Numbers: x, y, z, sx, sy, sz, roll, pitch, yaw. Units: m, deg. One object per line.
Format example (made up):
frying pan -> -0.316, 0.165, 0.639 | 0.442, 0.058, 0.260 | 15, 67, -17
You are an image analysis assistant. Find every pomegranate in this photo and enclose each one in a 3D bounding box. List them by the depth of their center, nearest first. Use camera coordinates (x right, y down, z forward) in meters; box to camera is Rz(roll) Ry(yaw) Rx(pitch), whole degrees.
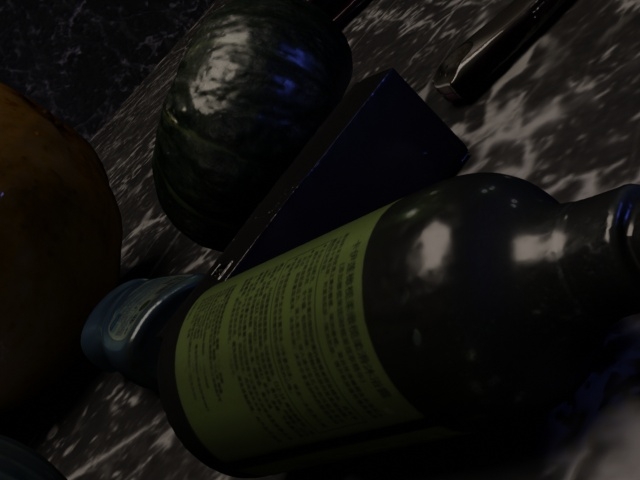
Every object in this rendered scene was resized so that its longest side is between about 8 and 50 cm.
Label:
pomegranate -> -0.398, 0.031, 0.991 | 0.410, 0.410, 0.410 | -40, 19, 17

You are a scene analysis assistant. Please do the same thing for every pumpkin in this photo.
pumpkin -> -0.049, -0.091, 0.801 | 0.212, 0.152, 0.211 | -63, -7, -13

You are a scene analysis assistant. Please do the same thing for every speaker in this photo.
speaker -> 0.000, 0.000, 0.618 | 0.218, 0.082, 0.044 | -54, 20, -18

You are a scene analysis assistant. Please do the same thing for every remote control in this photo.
remote control -> 0.163, -0.183, 0.727 | 0.212, 0.028, 0.059 | -45, 19, 1

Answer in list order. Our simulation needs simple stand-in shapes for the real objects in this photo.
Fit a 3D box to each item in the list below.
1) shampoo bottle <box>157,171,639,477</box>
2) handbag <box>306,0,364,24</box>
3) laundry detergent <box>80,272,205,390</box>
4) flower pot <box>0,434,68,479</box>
shampoo bottle -> 0.041, 0.034, 0.420 | 0.283, 0.101, 0.101 | -25, 27, 47
handbag -> -0.012, -0.313, 1.315 | 0.216, 0.074, 0.203 | -44, 18, 7
laundry detergent -> -0.143, 0.068, 0.812 | 0.097, 0.061, 0.206 | -53, 19, -16
flower pot -> -0.205, 0.204, 0.507 | 0.189, 0.157, 0.243 | -41, 20, 19
